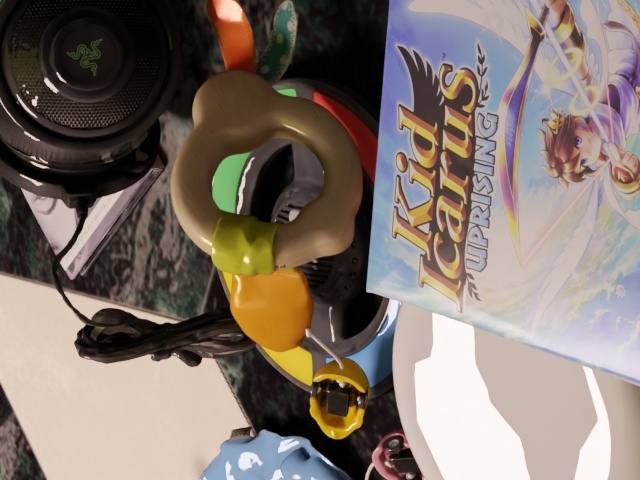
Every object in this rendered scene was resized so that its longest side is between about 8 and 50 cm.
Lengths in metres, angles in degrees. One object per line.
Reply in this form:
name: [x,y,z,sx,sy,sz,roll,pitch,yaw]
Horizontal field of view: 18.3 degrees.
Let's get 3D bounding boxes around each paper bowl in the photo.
paper bowl: [0.153,0.077,1.141,0.284,0.148,0.284,20,118,45]

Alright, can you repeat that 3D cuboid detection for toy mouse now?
toy mouse: [0.065,0.116,1.318,0.143,0.031,0.161,8,134,12]

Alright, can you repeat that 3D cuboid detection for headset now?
headset: [-0.144,-0.106,1.401,0.243,0.185,0.394,121,146,-71]

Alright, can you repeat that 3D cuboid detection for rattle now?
rattle: [-0.033,-0.050,1.335,0.130,0.143,0.199,-25,58,11]

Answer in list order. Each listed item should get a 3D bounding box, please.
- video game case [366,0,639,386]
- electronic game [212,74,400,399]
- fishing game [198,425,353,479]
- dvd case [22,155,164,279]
video game case: [0.133,-0.076,0.971,0.244,0.061,0.269,19,110,46]
electronic game: [0.000,0.000,1.364,0.229,0.048,0.229,19,116,45]
fishing game: [-0.022,0.227,1.473,0.264,0.041,0.189,-17,90,42]
dvd case: [-0.215,-0.102,1.599,0.221,0.018,0.164,59,137,17]
